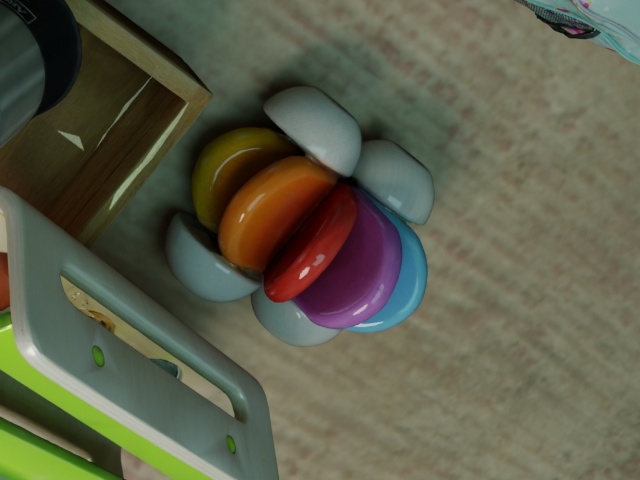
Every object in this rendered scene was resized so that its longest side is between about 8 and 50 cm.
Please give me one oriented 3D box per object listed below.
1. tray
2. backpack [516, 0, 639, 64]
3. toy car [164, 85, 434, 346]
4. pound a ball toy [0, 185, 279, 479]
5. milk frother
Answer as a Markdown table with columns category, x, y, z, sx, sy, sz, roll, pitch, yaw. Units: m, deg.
| category | x | y | z | sx | sy | sz | roll | pitch | yaw |
| --- | --- | --- | --- | --- | --- | --- | --- | --- | --- |
| tray | -0.274 | 0.006 | 0.790 | 0.203 | 0.076 | 0.411 | 35 | 98 | -36 |
| backpack | 0.210 | -0.203 | 0.862 | 0.188 | 0.144 | 0.165 | 19 | 107 | -42 |
| toy car | 0.000 | 0.000 | 0.878 | 0.182 | 0.136 | 0.159 | 32 | 100 | -36 |
| pound a ball toy | -0.190 | 0.085 | 0.762 | 0.208 | 0.135 | 0.319 | -24 | 145 | 16 |
| milk frother | -0.202 | -0.059 | 0.657 | 0.129 | 0.134 | 0.143 | 11 | 113 | 3 |
